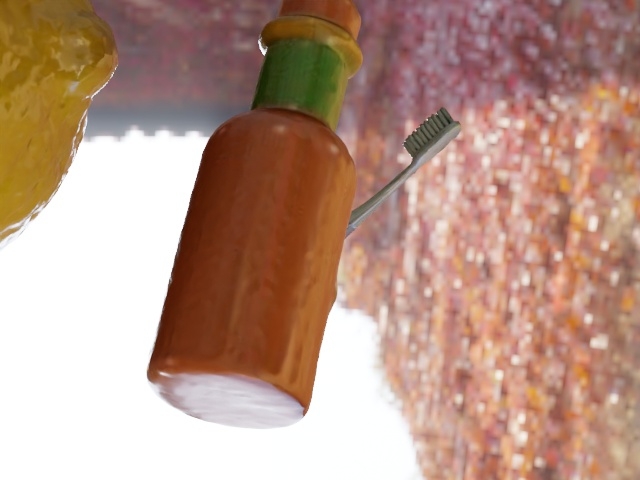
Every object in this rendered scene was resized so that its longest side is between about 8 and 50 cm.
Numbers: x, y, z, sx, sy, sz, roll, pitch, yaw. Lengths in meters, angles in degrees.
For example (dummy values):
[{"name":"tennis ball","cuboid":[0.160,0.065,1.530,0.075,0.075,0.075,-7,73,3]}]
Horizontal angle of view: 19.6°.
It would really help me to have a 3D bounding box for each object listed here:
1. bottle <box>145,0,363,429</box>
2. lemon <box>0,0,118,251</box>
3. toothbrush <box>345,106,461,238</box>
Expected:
[{"name":"bottle","cuboid":[-0.018,-0.019,0.749,0.069,0.069,0.187,9,-114,9]},{"name":"lemon","cuboid":[-0.219,-0.086,0.860,0.253,0.228,0.228,16,-147,3]},{"name":"toothbrush","cuboid":[0.000,0.000,1.091,0.019,0.219,0.016,54,-161,22]}]
